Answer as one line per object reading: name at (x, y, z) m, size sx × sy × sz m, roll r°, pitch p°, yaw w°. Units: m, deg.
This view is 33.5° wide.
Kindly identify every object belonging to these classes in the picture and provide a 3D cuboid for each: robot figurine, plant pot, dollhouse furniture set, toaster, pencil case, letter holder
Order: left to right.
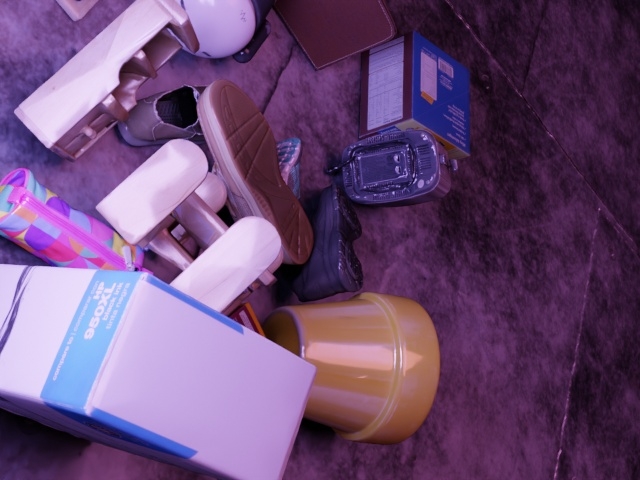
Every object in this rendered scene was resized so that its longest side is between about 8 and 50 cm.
pencil case at (-0.347, -0.003, 1.474) m, size 0.236 × 0.104 × 0.104 m, roll 36°, pitch 53°, yaw -34°
dollhouse furniture set at (-0.176, -0.108, 1.468) m, size 0.256 × 0.362 × 0.394 m, roll -43°, pitch 88°, yaw -3°
robot figurine at (-0.161, -0.427, 1.778) m, size 0.209 × 0.173 × 0.278 m, roll 30°, pitch 52°, yaw -7°
letter holder at (0.018, -0.505, 1.972) m, size 0.302 × 0.214 × 0.152 m, roll 54°, pitch 44°, yaw -23°
plant pot at (0.028, 0.203, 1.756) m, size 0.239 × 0.254 × 0.254 m, roll 11°, pitch 69°, yaw -30°
toaster at (0.142, -0.128, 2.019) m, size 0.146 × 0.227 × 0.129 m, roll 15°, pitch 67°, yaw -65°

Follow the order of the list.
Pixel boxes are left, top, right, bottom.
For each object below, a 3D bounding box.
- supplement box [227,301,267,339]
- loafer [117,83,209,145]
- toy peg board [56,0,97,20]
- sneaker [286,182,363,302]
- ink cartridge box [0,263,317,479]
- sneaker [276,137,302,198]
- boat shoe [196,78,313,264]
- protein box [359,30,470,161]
supplement box at (-0.168, 0.188, 1.637) m, size 0.188 × 0.081 × 0.104 m, roll -40°, pitch 109°, yaw -48°
loafer at (-0.209, -0.202, 1.709) m, size 0.251 × 0.087 × 0.094 m, roll -23°, pitch 96°, yaw -50°
toy peg board at (-0.364, -0.451, 1.617) m, size 0.160 × 0.079 × 0.161 m, roll 51°, pitch 46°, yaw -26°
sneaker at (0.000, 0.000, 1.877) m, size 0.109 × 0.130 × 0.286 m, roll 57°, pitch 20°, yaw -28°
ink cartridge box at (-0.250, 0.158, 1.288) m, size 0.285 × 0.395 × 0.166 m, roll 34°, pitch 68°, yaw -39°
sneaker at (-0.063, -0.105, 1.883) m, size 0.076 × 0.065 × 0.166 m, roll 54°, pitch 45°, yaw -47°
boat shoe at (-0.128, -0.098, 1.723) m, size 0.121 × 0.110 × 0.341 m, roll -53°, pitch 128°, yaw -46°
protein box at (0.195, -0.280, 2.166) m, size 0.200 × 0.136 × 0.201 m, roll 24°, pitch 61°, yaw -43°
